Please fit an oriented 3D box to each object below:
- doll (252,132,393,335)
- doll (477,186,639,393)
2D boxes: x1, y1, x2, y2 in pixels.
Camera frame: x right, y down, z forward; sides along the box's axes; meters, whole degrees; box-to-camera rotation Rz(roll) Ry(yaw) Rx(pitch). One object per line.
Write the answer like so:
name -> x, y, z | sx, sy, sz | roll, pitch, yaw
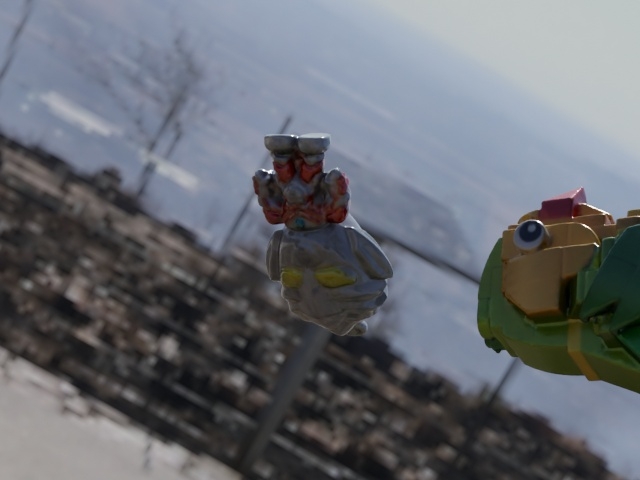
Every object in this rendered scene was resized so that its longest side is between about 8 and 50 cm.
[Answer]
doll -> 0.000, 0.000, 1.314 | 0.094, 0.180, 0.079 | -2, 36, 21
doll -> 0.171, 0.042, 1.027 | 0.186, 0.134, 0.106 | 24, -13, 36
